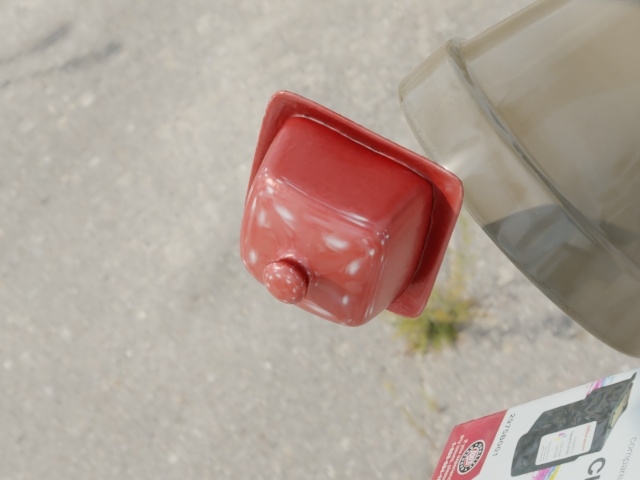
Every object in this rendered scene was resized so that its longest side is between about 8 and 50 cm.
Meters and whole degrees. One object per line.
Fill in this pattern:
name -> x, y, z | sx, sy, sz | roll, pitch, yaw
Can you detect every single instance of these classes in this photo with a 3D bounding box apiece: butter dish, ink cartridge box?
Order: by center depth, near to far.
ink cartridge box -> 0.119, 0.130, 0.731 | 0.175, 0.072, 0.127 | -27, 27, 48
butter dish -> 0.000, 0.000, 1.187 | 0.160, 0.160, 0.118 | 28, 46, 13

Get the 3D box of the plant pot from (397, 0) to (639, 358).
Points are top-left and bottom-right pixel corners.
plant pot -> 0.274, -0.108, 1.409 | 0.280, 0.323, 0.323 | -42, 38, 18
